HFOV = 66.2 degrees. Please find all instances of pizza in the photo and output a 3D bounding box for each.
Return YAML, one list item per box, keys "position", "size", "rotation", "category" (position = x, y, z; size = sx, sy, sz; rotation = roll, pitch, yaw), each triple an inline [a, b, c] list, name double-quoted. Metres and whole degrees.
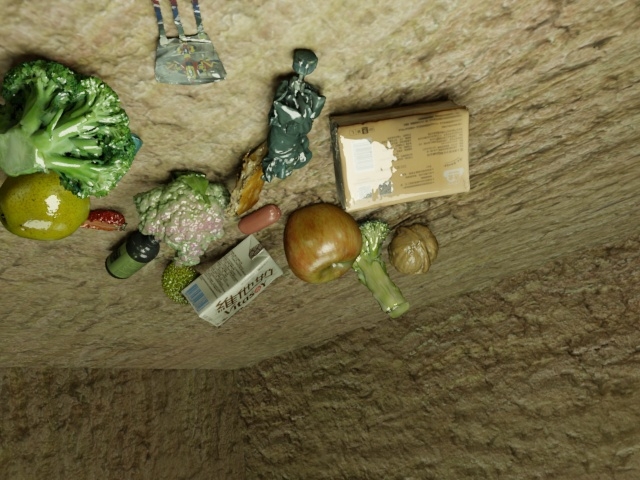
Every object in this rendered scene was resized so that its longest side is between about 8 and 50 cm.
- position: [-0.192, -0.154, 1.269]
  size: [0.069, 0.147, 0.226]
  rotation: [33, 141, 8]
  category: "pizza"

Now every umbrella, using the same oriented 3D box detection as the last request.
- position: [-0.059, -0.262, 1.092]
  size: [0.094, 0.143, 0.349]
  rotation: [35, 145, 7]
  category: "umbrella"

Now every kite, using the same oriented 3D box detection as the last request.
- position: [-0.249, -0.362, 0.894]
  size: [0.141, 0.015, 0.245]
  rotation: [-9, 158, -9]
  category: "kite"

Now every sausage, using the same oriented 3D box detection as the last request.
- position: [-0.191, -0.066, 1.550]
  size: [0.154, 0.062, 0.062]
  rotation: [-24, 154, 30]
  category: "sausage"

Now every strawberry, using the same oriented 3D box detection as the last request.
- position: [-0.629, -0.059, 1.408]
  size: [0.152, 0.048, 0.104]
  rotation: [9, 161, -10]
  category: "strawberry"

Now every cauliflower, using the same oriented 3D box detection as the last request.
- position: [-0.367, -0.069, 1.342]
  size: [0.256, 0.239, 0.315]
  rotation: [-44, -170, -22]
  category: "cauliflower"

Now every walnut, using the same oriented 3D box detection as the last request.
- position: [0.350, 0.037, 1.863]
  size: [0.198, 0.198, 0.245]
  rotation: [-9, 161, -2]
  category: "walnut"

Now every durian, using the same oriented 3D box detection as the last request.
- position: [-0.512, 0.161, 1.812]
  size: [0.146, 0.159, 0.198]
  rotation: [-41, 153, -25]
  category: "durian"

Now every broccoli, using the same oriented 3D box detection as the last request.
- position: [-0.488, -0.195, 0.918]
  size: [0.261, 0.269, 0.242]
  rotation: [-14, -161, 12]
  category: "broccoli"
- position: [0.198, 0.087, 1.728]
  size: [0.252, 0.361, 0.221]
  rotation: [-43, 160, -23]
  category: "broccoli"

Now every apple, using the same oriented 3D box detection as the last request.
- position: [0.000, 0.000, 1.587]
  size: [0.264, 0.265, 0.264]
  rotation: [-9, 157, -4]
  category: "apple"

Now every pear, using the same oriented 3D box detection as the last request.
- position: [-0.653, -0.090, 1.159]
  size: [0.198, 0.198, 0.198]
  rotation: [-9, 157, -4]
  category: "pear"

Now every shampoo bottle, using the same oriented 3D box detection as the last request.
- position: [-0.583, 0.034, 1.567]
  size: [0.101, 0.101, 0.283]
  rotation: [13, 148, -43]
  category: "shampoo bottle"

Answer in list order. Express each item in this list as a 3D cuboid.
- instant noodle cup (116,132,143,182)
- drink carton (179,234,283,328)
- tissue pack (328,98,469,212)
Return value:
- position: [-0.512, -0.191, 1.118]
  size: [0.179, 0.070, 0.157]
  rotation: [6, 154, -37]
  category: "instant noodle cup"
- position: [-0.308, 0.152, 1.755]
  size: [0.324, 0.132, 0.194]
  rotation: [-41, 157, -6]
  category: "drink carton"
- position: [0.180, -0.218, 1.203]
  size: [0.305, 0.239, 0.239]
  rotation: [-10, 157, -3]
  category: "tissue pack"
